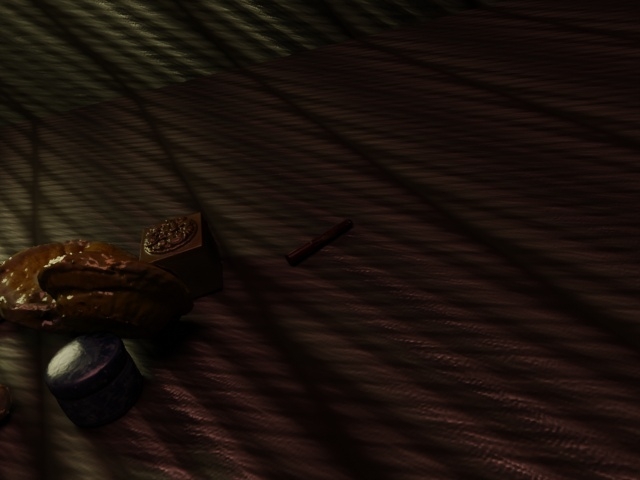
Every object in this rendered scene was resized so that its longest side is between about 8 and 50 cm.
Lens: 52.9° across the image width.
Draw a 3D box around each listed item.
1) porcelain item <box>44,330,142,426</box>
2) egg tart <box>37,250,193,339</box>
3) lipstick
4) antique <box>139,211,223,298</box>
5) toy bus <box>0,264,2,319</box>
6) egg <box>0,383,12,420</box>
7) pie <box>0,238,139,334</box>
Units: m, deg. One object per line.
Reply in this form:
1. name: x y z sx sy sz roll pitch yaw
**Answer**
1. porcelain item: -0.407 0.243 1.153 0.147 0.114 0.147 -12 31 8
2. egg tart: -0.388 0.119 1.218 0.290 0.290 0.115 -4 63 21
3. lipstick: 0.000 0.000 1.410 0.176 0.027 0.027 -32 35 -24
4. antique: -0.303 0.033 1.394 0.147 0.148 0.152 -20 34 1
5. toy bus: -0.850 0.113 1.582 0.317 0.112 0.138 16 49 43
6. egg: -0.628 0.308 1.196 0.096 0.080 0.080 -19 31 14
7. pie: -0.572 0.094 1.464 0.339 0.077 0.339 2 32 -2
